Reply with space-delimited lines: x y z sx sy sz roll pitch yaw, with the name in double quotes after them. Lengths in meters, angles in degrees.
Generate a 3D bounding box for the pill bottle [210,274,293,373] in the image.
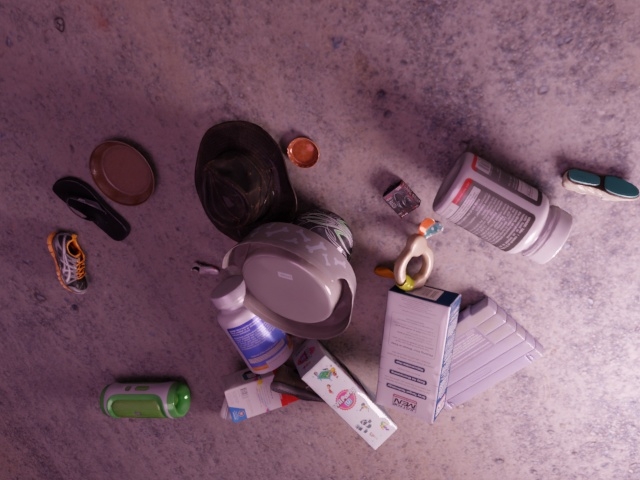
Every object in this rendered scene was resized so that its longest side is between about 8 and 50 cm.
-0.204 0.241 1.841 0.152 0.152 0.272 -18 113 25 "pill bottle"

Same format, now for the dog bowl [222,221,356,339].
-0.069 0.097 1.572 0.348 0.102 0.349 18 141 15 "dog bowl"

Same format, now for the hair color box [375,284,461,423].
0.260 0.295 1.701 0.173 0.105 0.347 14 112 26 "hair color box"

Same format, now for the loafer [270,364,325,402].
-0.047 0.433 1.913 0.094 0.088 0.251 -6 155 37 "loafer"

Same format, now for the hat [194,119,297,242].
-0.226 -0.127 1.587 0.331 0.134 0.332 11 113 26 "hat"

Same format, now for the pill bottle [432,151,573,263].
0.418 -0.069 1.458 0.283 0.161 0.161 29 124 -2 "pill bottle"

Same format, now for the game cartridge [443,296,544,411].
0.404 0.320 1.762 0.230 0.068 0.355 44 123 -7 "game cartridge"

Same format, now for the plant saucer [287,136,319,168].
-0.042 -0.222 1.593 0.083 0.013 0.084 8 121 13 "plant saucer"

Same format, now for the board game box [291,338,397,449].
0.064 0.429 1.824 0.097 0.224 0.303 -44 102 -2 "board game box"

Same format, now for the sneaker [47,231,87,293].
-0.764 0.071 1.950 0.083 0.084 0.215 -7 117 15 "sneaker"

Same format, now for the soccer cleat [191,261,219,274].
-0.340 0.087 1.857 0.083 0.036 0.029 18 124 6 "soccer cleat"

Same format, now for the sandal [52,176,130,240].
-0.667 -0.092 1.836 0.254 0.054 0.097 38 123 -8 "sandal"

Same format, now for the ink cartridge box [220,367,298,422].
-0.183 0.463 1.979 0.230 0.078 0.134 -16 119 -11 "ink cartridge box"

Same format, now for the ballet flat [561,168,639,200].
0.633 -0.121 1.437 0.168 0.057 0.052 19 152 9 "ballet flat"

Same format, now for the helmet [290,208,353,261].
0.000 0.000 1.628 0.169 0.169 0.162 10 136 11 "helmet"

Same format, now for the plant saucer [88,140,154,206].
-0.544 -0.189 1.751 0.198 0.036 0.199 7 121 12 "plant saucer"

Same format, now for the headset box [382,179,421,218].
0.200 -0.106 1.579 0.062 0.032 0.083 -36 107 31 "headset box"

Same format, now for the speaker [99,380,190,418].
-0.600 0.545 2.161 0.296 0.131 0.131 -5 119 20 "speaker"

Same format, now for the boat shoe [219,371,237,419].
-0.272 0.517 2.080 0.081 0.079 0.228 18 130 -2 "boat shoe"

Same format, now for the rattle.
0.227 0.019 1.649 0.130 0.143 0.200 -1 108 -20 "rattle"
